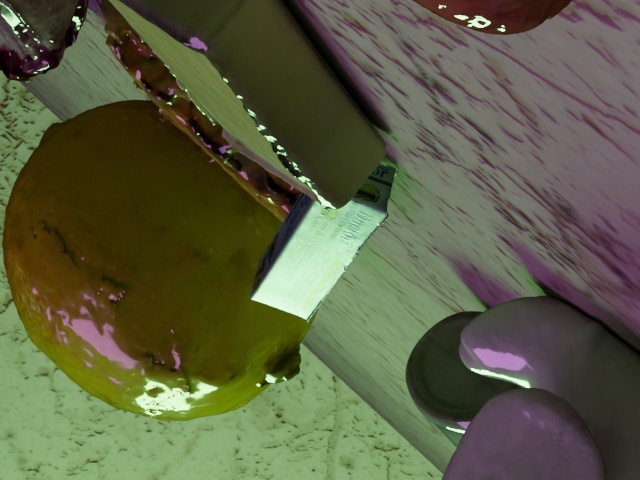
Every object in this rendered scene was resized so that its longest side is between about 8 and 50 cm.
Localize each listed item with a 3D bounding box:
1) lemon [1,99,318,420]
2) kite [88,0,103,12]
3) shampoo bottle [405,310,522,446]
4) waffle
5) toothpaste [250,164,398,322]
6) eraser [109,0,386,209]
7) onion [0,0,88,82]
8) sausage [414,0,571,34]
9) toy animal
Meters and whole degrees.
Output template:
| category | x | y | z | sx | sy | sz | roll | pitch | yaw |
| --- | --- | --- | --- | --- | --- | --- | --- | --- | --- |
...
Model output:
| category | x | y | z | sx | sy | sz | roll | pitch | yaw |
| --- | --- | --- | --- | --- | --- | --- | --- | --- | --- |
| lemon | -0.136 | 0.017 | 1.506 | 0.284 | 0.260 | 0.260 | 42 | 174 | -9 |
| kite | -0.179 | -0.198 | 1.338 | 0.360 | 0.022 | 0.204 | 41 | 173 | 5 |
| shampoo bottle | 0.163 | 0.153 | 1.276 | 0.234 | 0.087 | 0.118 | 46 | 174 | -34 |
| waffle | -0.059 | -0.078 | 1.235 | 0.243 | 0.059 | 0.238 | 40 | 177 | 10 |
| toothpaste | 0.000 | 0.000 | 1.122 | 0.046 | 0.034 | 0.164 | 20 | 149 | -9 |
| eraser | -0.043 | -0.098 | 0.971 | 0.117 | 0.058 | 0.172 | 37 | 172 | 39 |
| onion | -0.213 | -0.199 | 1.048 | 0.227 | 0.120 | 0.283 | 37 | 169 | 28 |
| sausage | 0.009 | -0.115 | 0.494 | 0.154 | 0.062 | 0.062 | 39 | 173 | 20 |
| toy animal | 0.127 | 0.202 | 1.019 | 0.272 | 0.265 | 0.206 | 49 | 170 | -36 |
